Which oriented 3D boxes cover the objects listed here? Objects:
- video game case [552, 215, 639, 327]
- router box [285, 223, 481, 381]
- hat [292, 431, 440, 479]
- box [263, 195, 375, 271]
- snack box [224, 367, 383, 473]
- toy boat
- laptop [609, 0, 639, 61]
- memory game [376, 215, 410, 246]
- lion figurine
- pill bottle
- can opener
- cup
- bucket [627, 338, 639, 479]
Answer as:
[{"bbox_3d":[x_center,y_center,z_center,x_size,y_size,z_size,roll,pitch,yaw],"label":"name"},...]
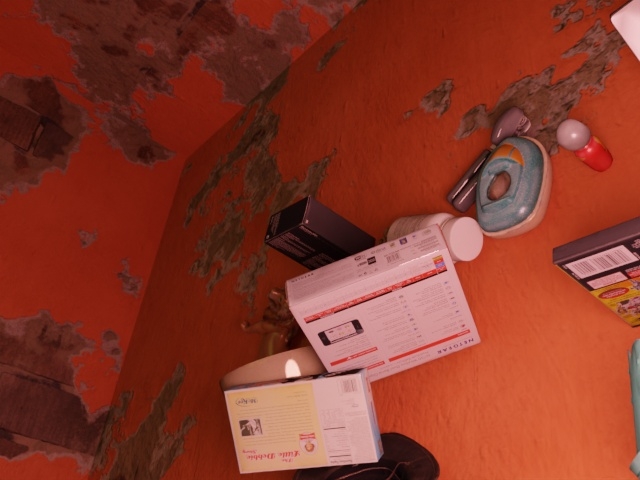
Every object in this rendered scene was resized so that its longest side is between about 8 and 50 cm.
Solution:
[{"bbox_3d":[0.552,0.038,1.044,0.274,0.248,0.035,-27,39,43],"label":"video game case"},{"bbox_3d":[0.137,0.153,1.408,0.335,0.301,0.082,-21,38,7],"label":"router box"},{"bbox_3d":[0.104,0.531,1.375,0.331,0.134,0.331,-15,8,2],"label":"hat"},{"bbox_3d":[0.000,0.000,1.925,0.184,0.261,0.103,-21,46,47],"label":"box"},{"bbox_3d":[-0.040,0.389,1.438,0.321,0.060,0.187,-11,89,19],"label":"snack box"},{"bbox_3d":[0.465,-0.157,1.470,0.318,0.148,0.268,-28,41,44],"label":"toy boat"},{"bbox_3d":[0.752,-0.330,1.104,0.382,0.408,0.236,-36,-2,34],"label":"laptop"},{"bbox_3d":[0.211,0.015,1.842,0.186,0.012,0.186,-38,34,32],"label":"memory game"},{"bbox_3d":[-0.145,0.332,2.002,0.240,0.142,0.392,-13,66,43],"label":"lion figurine"},{"bbox_3d":[0.277,-0.001,1.621,0.229,0.131,0.131,-3,60,59],"label":"pill bottle"},{"bbox_3d":[0.406,-0.205,1.660,0.283,0.095,0.076,-51,29,12],"label":"can opener"},{"bbox_3d":[-0.057,0.414,1.620,0.331,0.331,0.237,-34,64,37],"label":"cup"},{"bbox_3d":[0.540,0.238,0.866,0.281,0.281,0.183,-18,53,50],"label":"bucket"}]
